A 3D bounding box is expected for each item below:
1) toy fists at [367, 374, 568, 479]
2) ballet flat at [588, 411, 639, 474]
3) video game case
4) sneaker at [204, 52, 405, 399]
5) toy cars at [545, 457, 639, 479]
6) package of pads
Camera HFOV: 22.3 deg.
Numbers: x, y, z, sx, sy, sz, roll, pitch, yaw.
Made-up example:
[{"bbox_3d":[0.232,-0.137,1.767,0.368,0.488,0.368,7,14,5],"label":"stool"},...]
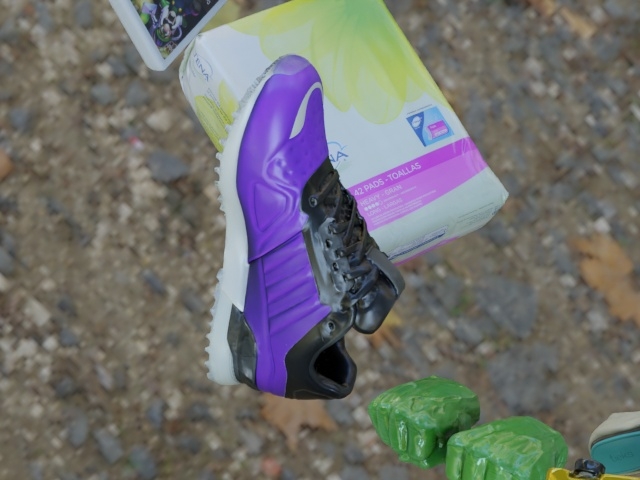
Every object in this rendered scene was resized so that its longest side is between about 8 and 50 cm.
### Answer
[{"bbox_3d":[0.188,0.269,2.178,0.279,0.096,0.142,25,21,37],"label":"toy fists"},{"bbox_3d":[0.425,0.222,1.895,0.086,0.248,0.086,11,74,-43],"label":"ballet flat"},{"bbox_3d":[-0.116,-0.257,1.245,0.173,0.022,0.190,-52,134,-26],"label":"video game case"},{"bbox_3d":[0.000,0.000,1.259,0.146,0.293,0.102,18,32,19],"label":"sneaker"},{"bbox_3d":[0.257,0.369,1.821,0.087,0.393,0.176,46,13,-51],"label":"toy cars"},{"bbox_3d":[0.016,-0.107,1.654,0.229,0.101,0.296,-24,74,-28],"label":"package of pads"}]
